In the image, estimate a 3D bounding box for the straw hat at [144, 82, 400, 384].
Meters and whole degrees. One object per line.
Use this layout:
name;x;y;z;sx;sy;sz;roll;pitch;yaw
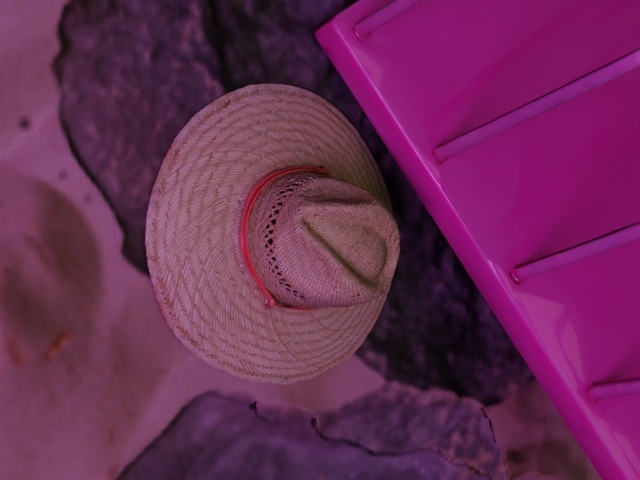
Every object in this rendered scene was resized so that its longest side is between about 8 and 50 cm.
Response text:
straw hat;0.000;0.000;0.667;0.144;0.061;0.144;-4;97;-38

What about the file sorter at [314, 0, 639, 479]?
file sorter;0.187;-0.046;0.687;0.202;0.182;0.291;-37;97;-31
